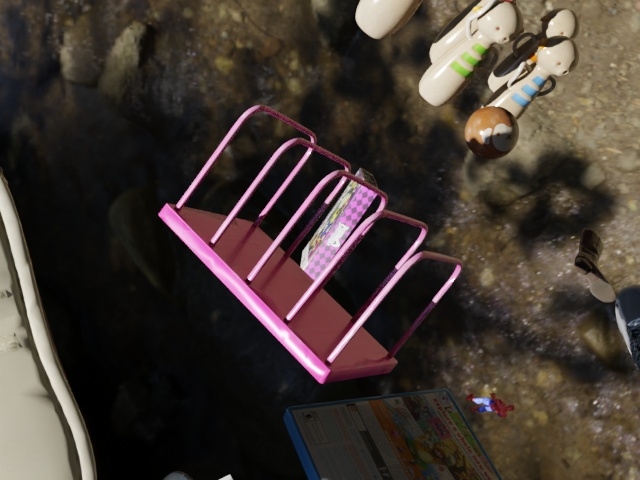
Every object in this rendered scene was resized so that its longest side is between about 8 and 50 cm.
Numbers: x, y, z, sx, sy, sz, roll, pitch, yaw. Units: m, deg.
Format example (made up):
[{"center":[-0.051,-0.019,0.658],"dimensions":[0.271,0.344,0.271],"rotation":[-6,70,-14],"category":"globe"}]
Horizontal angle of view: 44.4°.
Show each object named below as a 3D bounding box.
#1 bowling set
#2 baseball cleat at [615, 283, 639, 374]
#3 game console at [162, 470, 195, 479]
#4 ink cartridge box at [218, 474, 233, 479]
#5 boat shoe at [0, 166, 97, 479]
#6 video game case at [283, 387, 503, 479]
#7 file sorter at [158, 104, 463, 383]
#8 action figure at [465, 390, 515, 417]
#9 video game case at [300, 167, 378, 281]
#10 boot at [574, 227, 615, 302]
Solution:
[{"center":[0.197,-0.192,0.812],"dimensions":[0.154,0.287,0.200],"rotation":[-46,50,34],"category":"bowling set"},{"center":[0.391,0.135,0.901],"dimensions":[0.072,0.109,0.206],"rotation":[-38,56,28],"category":"baseball cleat"},{"center":[-0.198,0.440,0.937],"dimensions":[0.293,0.173,0.250],"rotation":[31,79,34],"category":"game console"},{"center":[-0.238,0.616,1.669],"dimensions":[0.128,0.176,0.127],"rotation":[47,152,46],"category":"ink cartridge box"},{"center":[-0.219,0.101,0.500],"dimensions":[0.096,0.116,0.325],"rotation":[-7,95,67],"category":"boat shoe"},{"center":[0.064,0.177,0.633],"dimensions":[0.119,0.166,0.015],"rotation":[60,138,40],"category":"video game case"},{"center":[0.000,0.000,0.947],"dimensions":[0.290,0.202,0.182],"rotation":[43,103,23],"category":"file sorter"},{"center":[0.297,0.284,1.355],"dimensions":[0.115,0.030,0.038],"rotation":[-11,99,67],"category":"action figure"},{"center":[0.037,-0.034,1.625],"dimensions":[0.041,0.210,0.232],"rotation":[33,102,-7],"category":"video game case"},{"center":[0.498,0.042,1.406],"dimensions":[0.037,0.114,0.106],"rotation":[-31,105,37],"category":"boot"}]
